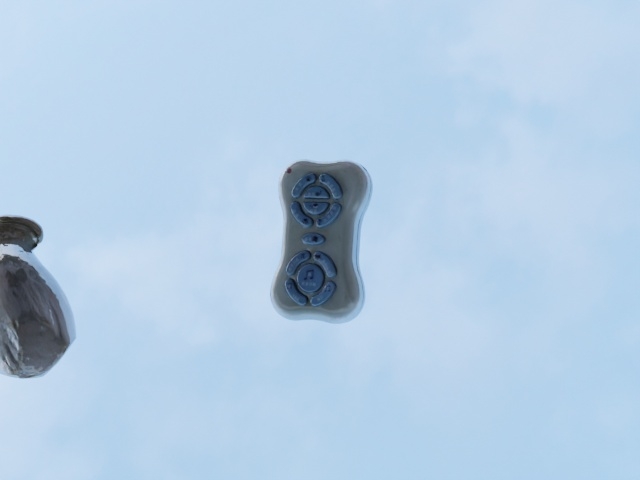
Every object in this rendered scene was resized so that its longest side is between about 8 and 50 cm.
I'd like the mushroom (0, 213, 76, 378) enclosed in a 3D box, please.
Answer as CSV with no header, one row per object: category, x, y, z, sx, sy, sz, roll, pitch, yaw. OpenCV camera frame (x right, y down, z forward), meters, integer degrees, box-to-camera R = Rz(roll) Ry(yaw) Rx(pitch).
mushroom,-0.327,0.063,1.017,0.097,0.088,0.212,-56,-128,26

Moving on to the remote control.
remote control,0.000,0.000,0.694,0.074,0.032,0.122,1,-95,23
